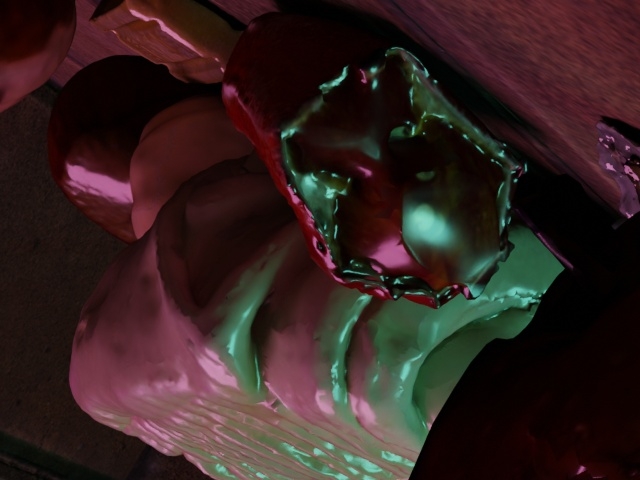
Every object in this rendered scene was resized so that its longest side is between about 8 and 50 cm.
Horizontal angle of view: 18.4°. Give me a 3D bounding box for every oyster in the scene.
[{"bbox_3d":[0.163,-0.022,0.874,0.100,0.037,0.098,51,164,16],"label":"oyster"}]

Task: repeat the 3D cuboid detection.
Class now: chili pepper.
[{"bbox_3d":[-0.001,-0.066,1.084,0.144,0.136,0.252,3,-161,-24],"label":"chili pepper"}]

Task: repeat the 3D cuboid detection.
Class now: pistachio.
[{"bbox_3d":[0.000,0.000,1.499,0.318,0.193,0.214,21,137,-14],"label":"pistachio"}]

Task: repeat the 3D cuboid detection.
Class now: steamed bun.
[{"bbox_3d":[0.036,0.046,1.271,0.339,0.247,0.352,24,156,-19],"label":"steamed bun"}]

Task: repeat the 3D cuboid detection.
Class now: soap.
[{"bbox_3d":[-0.108,-0.150,1.402,0.092,0.037,0.252,31,178,-12],"label":"soap"}]

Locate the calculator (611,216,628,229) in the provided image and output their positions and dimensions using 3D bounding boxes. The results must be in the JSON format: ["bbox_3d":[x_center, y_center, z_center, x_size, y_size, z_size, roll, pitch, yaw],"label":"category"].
[{"bbox_3d":[0.271,0.071,1.142,0.299,0.041,0.185,34,177,-32],"label":"calculator"}]

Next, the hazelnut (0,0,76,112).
[{"bbox_3d":[-0.311,-0.187,1.427,0.261,0.261,0.241,29,144,47],"label":"hazelnut"}]

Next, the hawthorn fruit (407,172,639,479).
[{"bbox_3d":[0.165,0.127,0.642,0.316,0.316,0.316,31,177,2],"label":"hawthorn fruit"}]

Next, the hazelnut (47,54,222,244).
[{"bbox_3d":[-0.142,-0.085,1.792,0.212,0.181,0.181,31,149,-14],"label":"hazelnut"}]
